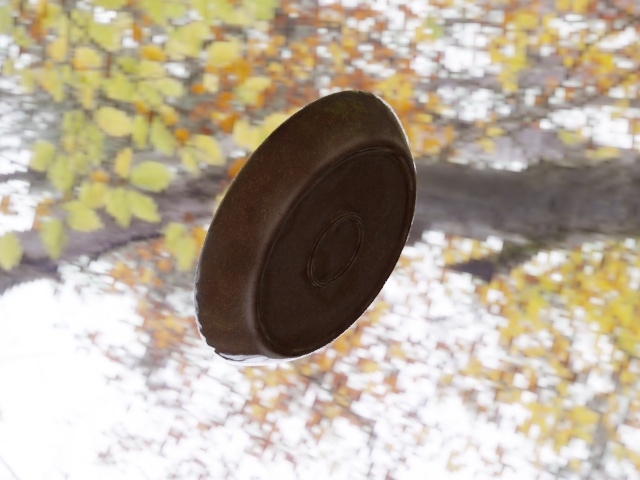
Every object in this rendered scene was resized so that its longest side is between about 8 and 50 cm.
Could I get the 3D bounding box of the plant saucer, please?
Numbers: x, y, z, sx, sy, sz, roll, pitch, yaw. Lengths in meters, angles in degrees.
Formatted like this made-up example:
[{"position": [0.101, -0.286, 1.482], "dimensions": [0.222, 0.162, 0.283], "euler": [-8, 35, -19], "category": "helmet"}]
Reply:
[{"position": [0.000, 0.000, 1.037], "dimensions": [0.168, 0.029, 0.168], "euler": [-34, -40, -33], "category": "plant saucer"}]
